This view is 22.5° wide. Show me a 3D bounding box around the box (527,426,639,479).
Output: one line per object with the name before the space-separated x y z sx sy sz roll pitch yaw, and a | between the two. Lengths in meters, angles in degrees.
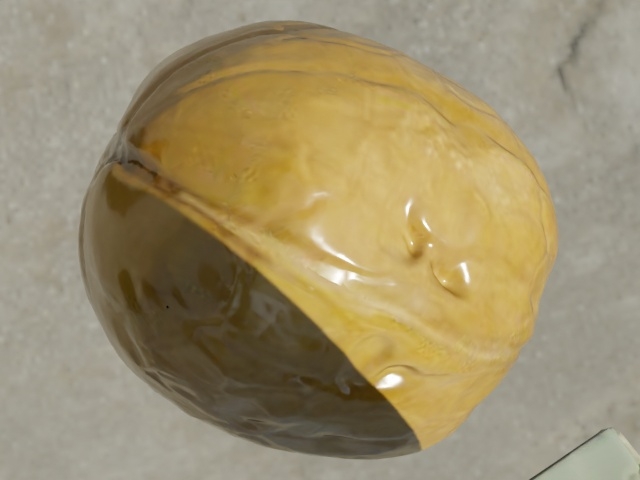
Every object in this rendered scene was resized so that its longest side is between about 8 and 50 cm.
box | 0.112 0.169 0.548 0.079 0.135 0.269 -34 152 -4

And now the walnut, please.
walnut | 0.000 0.000 0.741 0.225 0.193 0.193 15 149 -27
